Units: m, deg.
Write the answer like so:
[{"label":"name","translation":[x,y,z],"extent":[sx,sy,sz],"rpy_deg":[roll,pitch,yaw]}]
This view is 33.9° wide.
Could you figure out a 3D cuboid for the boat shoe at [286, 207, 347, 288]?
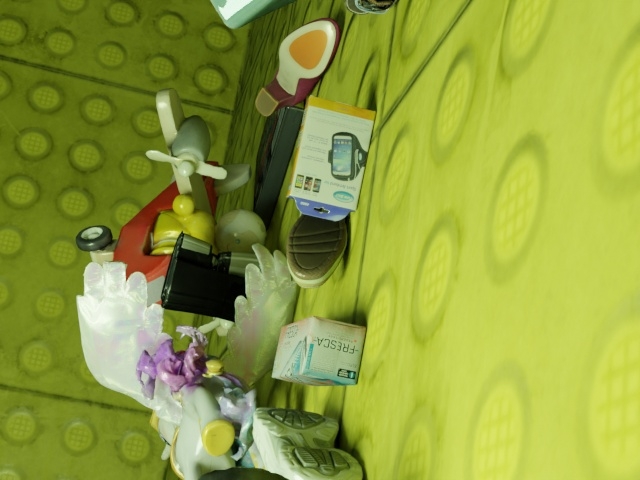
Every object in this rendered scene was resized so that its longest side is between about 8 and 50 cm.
[{"label":"boat shoe","translation":[0.000,0.000,1.251],"extent":[0.190,0.068,0.072],"rpy_deg":[-74,-8,-49]}]

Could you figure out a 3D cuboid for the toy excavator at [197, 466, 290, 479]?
[{"label":"toy excavator","translation":[-0.105,0.447,0.811],"extent":[0.445,0.433,0.222],"rpy_deg":[58,-167,-33]}]

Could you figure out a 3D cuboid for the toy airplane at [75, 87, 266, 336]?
[{"label":"toy airplane","translation":[-0.207,-0.031,1.829],"extent":[0.386,0.273,0.384],"rpy_deg":[26,-108,-63]}]

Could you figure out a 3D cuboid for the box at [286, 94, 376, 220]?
[{"label":"box","translation":[0.011,-0.092,1.217],"extent":[0.028,0.081,0.136],"rpy_deg":[172,111,-79]}]

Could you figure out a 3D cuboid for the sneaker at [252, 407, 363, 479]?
[{"label":"sneaker","translation":[-0.026,0.235,1.016],"extent":[0.232,0.090,0.115],"rpy_deg":[-128,48,-78]}]

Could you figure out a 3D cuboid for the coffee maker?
[{"label":"coffee maker","translation":[-0.153,0.084,1.623],"extent":[0.120,0.178,0.171],"rpy_deg":[115,164,-53]}]

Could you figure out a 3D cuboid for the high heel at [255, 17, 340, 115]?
[{"label":"high heel","translation":[-0.013,-0.291,1.693],"extent":[0.117,0.082,0.244],"rpy_deg":[-40,-8,-40]}]

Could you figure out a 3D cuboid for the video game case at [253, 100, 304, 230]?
[{"label":"video game case","translation":[-0.079,-0.194,1.963],"extent":[0.248,0.035,0.274],"rpy_deg":[-92,17,-53]}]

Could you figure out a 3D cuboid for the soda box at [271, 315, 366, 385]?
[{"label":"soda box","translation":[-0.005,0.120,1.116],"extent":[0.183,0.058,0.062],"rpy_deg":[143,138,-76]}]

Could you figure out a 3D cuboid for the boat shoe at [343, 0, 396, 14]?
[{"label":"boat shoe","translation":[0.063,-0.305,1.236],"extent":[0.183,0.066,0.066],"rpy_deg":[131,148,-70]}]

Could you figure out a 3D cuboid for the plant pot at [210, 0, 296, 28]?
[{"label":"plant pot","translation":[-0.021,-0.431,1.215],"extent":[0.252,0.247,0.248],"rpy_deg":[-24,11,33]}]

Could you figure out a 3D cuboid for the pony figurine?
[{"label":"pony figurine","translation":[-0.154,0.206,1.360],"extent":[0.363,0.303,0.350],"rpy_deg":[-136,49,-60]}]
